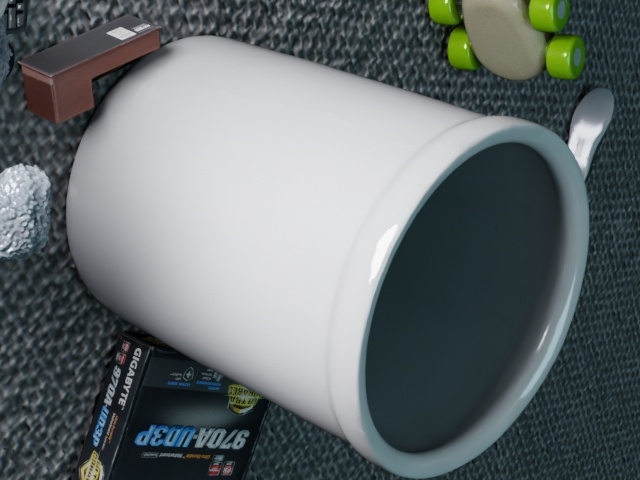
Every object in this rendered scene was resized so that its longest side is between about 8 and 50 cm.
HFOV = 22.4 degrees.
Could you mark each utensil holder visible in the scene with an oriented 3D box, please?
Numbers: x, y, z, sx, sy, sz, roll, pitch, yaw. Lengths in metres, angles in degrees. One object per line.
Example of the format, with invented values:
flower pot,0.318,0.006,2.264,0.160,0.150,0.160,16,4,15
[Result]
utensil holder,0.000,0.000,1.509,0.327,0.385,0.328,-25,125,-41

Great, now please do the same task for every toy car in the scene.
toy car,0.239,-0.293,1.859,0.188,0.155,0.149,-62,144,-28

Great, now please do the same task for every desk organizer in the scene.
desk organizer,-0.205,-0.156,1.461,0.130,0.047,0.050,-31,132,-38

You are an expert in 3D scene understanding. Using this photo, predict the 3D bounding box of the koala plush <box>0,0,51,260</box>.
koala plush,-0.308,-0.120,1.245,0.203,0.196,0.221,7,107,-41

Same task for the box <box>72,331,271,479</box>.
box,-0.148,0.193,1.700,0.220,0.051,0.175,14,97,-53

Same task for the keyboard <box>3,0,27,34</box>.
keyboard,-0.281,-0.255,1.339,0.108,0.023,0.180,-18,120,-45

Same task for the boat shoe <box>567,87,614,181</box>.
boat shoe,0.353,-0.135,2.153,0.142,0.049,0.040,-70,161,5
